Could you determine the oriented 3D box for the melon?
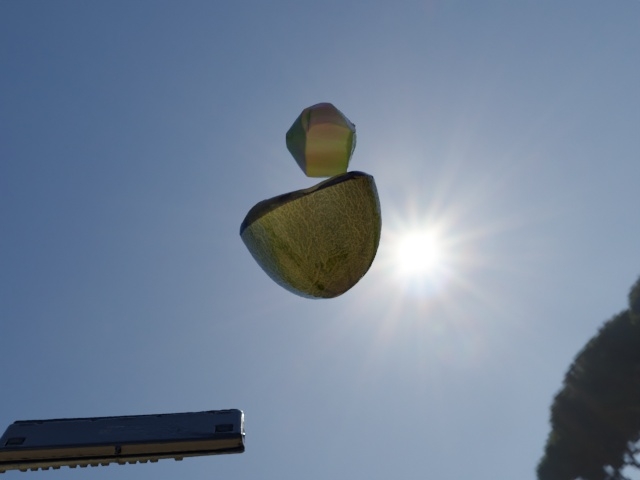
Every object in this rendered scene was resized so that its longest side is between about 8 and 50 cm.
[{"bbox_3d":[0.000,0.000,0.953,0.160,0.128,0.079,-25,2,3],"label":"melon"}]

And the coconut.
[{"bbox_3d":[0.001,-0.112,1.007,0.082,0.081,0.083,-60,-30,-77],"label":"coconut"}]

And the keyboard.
[{"bbox_3d":[-0.185,0.187,0.842,0.230,0.094,0.025,-3,-78,-4],"label":"keyboard"}]
